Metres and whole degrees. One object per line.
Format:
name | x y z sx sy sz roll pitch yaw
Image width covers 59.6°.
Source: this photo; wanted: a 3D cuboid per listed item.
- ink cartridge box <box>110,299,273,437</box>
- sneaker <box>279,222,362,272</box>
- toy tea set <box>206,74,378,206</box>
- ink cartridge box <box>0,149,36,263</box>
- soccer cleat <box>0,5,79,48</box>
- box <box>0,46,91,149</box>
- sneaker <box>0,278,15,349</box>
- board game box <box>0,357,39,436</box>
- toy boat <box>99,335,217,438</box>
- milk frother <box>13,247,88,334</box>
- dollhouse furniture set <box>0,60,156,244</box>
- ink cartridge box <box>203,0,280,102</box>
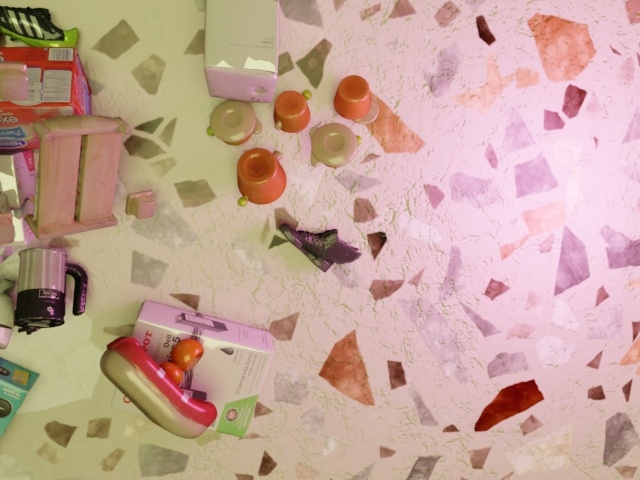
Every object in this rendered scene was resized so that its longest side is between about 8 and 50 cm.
ink cartridge box | -0.256 0.259 1.129 0.273 0.115 0.198 17 99 -13
sneaker | 0.001 0.001 1.154 0.089 0.051 0.170 -45 112 2
toy tea set | -0.039 -0.194 1.087 0.336 0.124 0.199 -16 76 -4
ink cartridge box | -0.550 -0.059 0.998 0.067 0.115 0.198 -3 105 -11
soccer cleat | -0.511 -0.376 0.965 0.179 0.060 0.072 22 88 -21
box | -0.529 -0.234 0.934 0.257 0.122 0.128 -4 66 -10
sneaker | -0.705 0.152 0.951 0.331 0.122 0.146 -3 71 -28
board game box | -0.754 0.355 1.076 0.254 0.079 0.336 31 96 -16
toy boat | -0.269 0.242 1.006 0.151 0.151 0.231 -47 107 -27
milk frother | -0.530 0.101 1.055 0.143 0.129 0.134 -14 69 21
dollhouse furniture set | -0.436 -0.174 0.881 0.356 0.174 0.303 -16 139 -45
ink cartridge box | -0.128 -0.392 0.927 0.117 0.207 0.282 2 91 -9
